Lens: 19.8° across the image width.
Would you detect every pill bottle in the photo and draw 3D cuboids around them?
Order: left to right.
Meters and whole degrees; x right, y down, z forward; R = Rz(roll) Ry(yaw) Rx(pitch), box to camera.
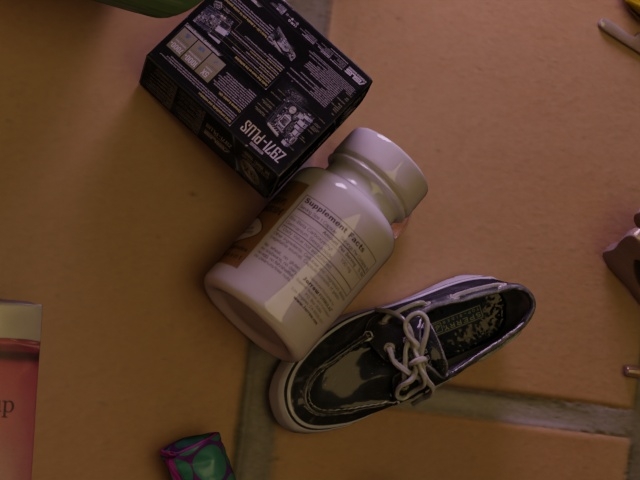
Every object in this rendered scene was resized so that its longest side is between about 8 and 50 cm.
[{"bbox_3d":[0.000,0.000,1.863,0.131,0.131,0.229,47,73,-18],"label":"pill bottle"}]

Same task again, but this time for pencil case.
[{"bbox_3d":[-0.112,0.270,1.844,0.070,0.064,0.152,-22,98,-42],"label":"pencil case"}]

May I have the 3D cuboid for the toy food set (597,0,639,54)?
[{"bbox_3d":[0.404,-0.307,2.130,0.132,0.038,0.192,25,78,-24],"label":"toy food set"}]

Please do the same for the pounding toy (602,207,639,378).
[{"bbox_3d":[0.421,0.088,2.067,0.155,0.154,0.269,-48,108,-20],"label":"pounding toy"}]

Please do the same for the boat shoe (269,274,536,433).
[{"bbox_3d":[0.093,0.120,1.928,0.306,0.105,0.113,-18,97,-26],"label":"boat shoe"}]

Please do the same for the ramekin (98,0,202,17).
[{"bbox_3d":[-0.163,-0.355,1.708,0.148,0.303,0.303,17,81,-33],"label":"ramekin"}]

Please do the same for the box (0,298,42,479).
[{"bbox_3d":[-0.349,0.166,1.692,0.148,0.127,0.232,4,87,-26],"label":"box"}]

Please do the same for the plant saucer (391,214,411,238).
[{"bbox_3d":[0.059,-0.037,1.964,0.083,0.015,0.083,0,89,-26],"label":"plant saucer"}]

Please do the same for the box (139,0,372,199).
[{"bbox_3d":[-0.065,-0.159,1.838,0.180,0.077,0.147,42,70,3],"label":"box"}]
